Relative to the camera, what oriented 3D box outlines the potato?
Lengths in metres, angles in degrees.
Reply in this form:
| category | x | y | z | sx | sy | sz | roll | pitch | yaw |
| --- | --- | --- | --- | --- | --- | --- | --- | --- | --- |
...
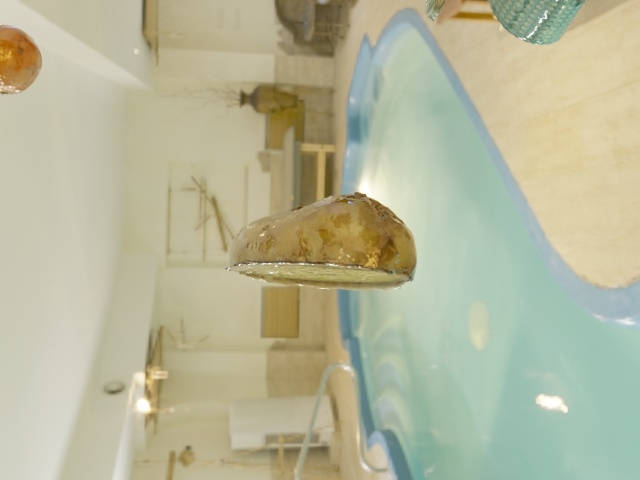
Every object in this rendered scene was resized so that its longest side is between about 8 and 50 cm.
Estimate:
| category | x | y | z | sx | sy | sz | roll | pitch | yaw |
| --- | --- | --- | --- | --- | --- | --- | --- | --- | --- |
| potato | 0.000 | 0.000 | 0.687 | 0.200 | 0.164 | 0.081 | -7 | 74 | 43 |

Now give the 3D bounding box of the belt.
| category | x | y | z | sx | sy | sz | roll | pitch | yaw |
| --- | --- | --- | --- | --- | --- | --- | --- | --- | --- |
| belt | 0.114 | -0.207 | 0.451 | 0.065 | 0.099 | 0.179 | 120 | 154 | -52 |

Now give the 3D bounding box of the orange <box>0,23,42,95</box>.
| category | x | y | z | sx | sy | sz | roll | pitch | yaw |
| --- | --- | --- | --- | --- | --- | --- | --- | --- | --- |
| orange | -0.355 | -0.202 | 0.786 | 0.083 | 0.083 | 0.084 | -179 | 90 | -82 |
